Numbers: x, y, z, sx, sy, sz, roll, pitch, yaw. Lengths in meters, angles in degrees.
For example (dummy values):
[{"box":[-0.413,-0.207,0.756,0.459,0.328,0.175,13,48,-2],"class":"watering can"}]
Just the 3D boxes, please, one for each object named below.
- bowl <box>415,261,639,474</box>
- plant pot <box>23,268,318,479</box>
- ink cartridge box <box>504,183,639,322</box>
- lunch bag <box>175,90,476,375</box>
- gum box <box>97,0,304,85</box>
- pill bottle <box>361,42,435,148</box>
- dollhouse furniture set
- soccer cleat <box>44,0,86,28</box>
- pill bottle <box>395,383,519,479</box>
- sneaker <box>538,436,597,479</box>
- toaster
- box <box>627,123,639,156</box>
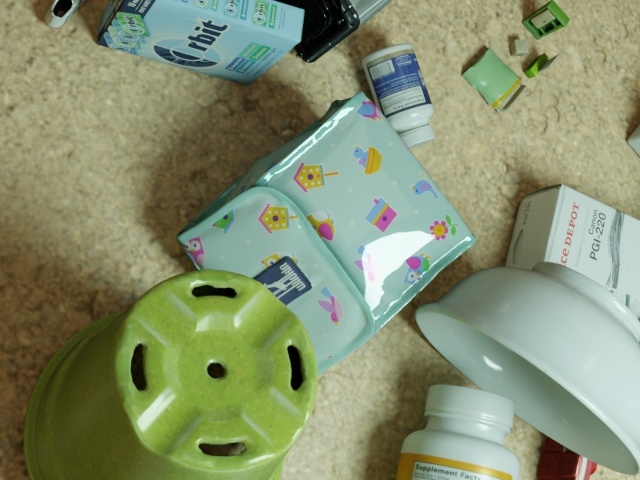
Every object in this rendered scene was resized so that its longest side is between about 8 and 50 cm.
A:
[{"box":[0.260,0.117,1.176,0.298,0.298,0.134,40,78,-13],"class":"bowl"},{"box":[-0.125,0.154,0.996,0.276,0.254,0.276,9,64,-18],"class":"plant pot"},{"box":[0.351,0.043,1.354,0.217,0.092,0.159,21,73,-17],"class":"ink cartridge box"},{"box":[0.000,0.000,1.168,0.262,0.160,0.223,-40,102,-13],"class":"lunch bag"},{"box":[-0.133,-0.231,1.145,0.184,0.157,0.041,12,76,-22],"class":"gum box"},{"box":[0.099,-0.173,1.289,0.067,0.067,0.120,-18,89,-26],"class":"pill bottle"},{"box":[0.262,-0.242,1.380,0.076,0.058,0.152,46,66,-10],"class":"dollhouse furniture set"},{"box":[-0.271,-0.266,1.155,0.029,0.035,0.083,38,68,-14],"class":"soccer cleat"},{"box":[0.149,0.293,1.192,0.136,0.136,0.246,19,73,-20],"class":"pill bottle"},{"box":[0.354,0.252,1.322,0.128,0.087,0.221,19,75,-19],"class":"sneaker"},{"box":[-0.002,-0.314,1.205,0.110,0.185,0.168,-40,98,-20],"class":"toaster"},{"box":[0.500,-0.148,1.448,0.087,0.101,0.102,46,65,-10],"class":"box"}]
